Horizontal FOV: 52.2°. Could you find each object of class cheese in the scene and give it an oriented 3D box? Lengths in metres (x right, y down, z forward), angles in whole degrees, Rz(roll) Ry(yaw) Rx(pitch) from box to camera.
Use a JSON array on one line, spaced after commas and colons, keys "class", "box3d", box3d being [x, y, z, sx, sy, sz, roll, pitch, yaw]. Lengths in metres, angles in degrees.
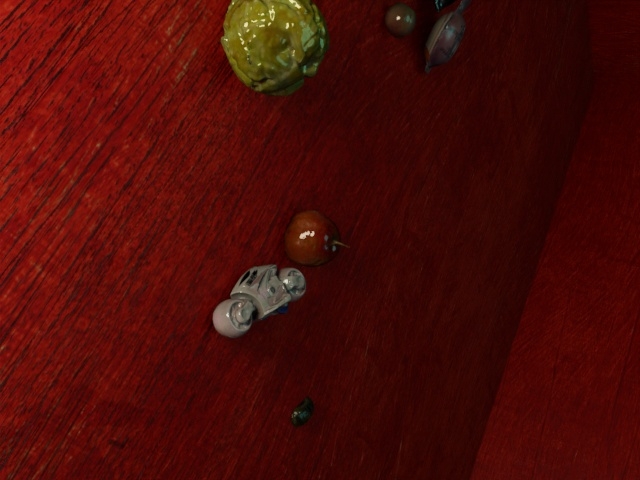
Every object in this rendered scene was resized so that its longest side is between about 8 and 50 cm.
[{"class": "cheese", "box3d": [0.362, -0.591, 1.794, 0.286, 0.074, 0.189, -62, 170, 14]}]

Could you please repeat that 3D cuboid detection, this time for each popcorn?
[{"class": "popcorn", "box3d": [-0.082, -0.350, 1.154, 0.212, 0.198, 0.198, 18, 82, -84]}]

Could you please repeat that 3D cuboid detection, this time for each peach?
[{"class": "peach", "box3d": [0.195, -0.542, 1.607, 0.083, 0.083, 0.083, -21, 116, -54]}]

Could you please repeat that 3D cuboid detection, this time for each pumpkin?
[{"class": "pumpkin", "box3d": [-0.036, 0.405, 1.541, 0.083, 0.028, 0.050, -49, 135, -46]}]

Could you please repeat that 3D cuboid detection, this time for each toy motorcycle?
[{"class": "toy motorcycle", "box3d": [-0.120, 0.106, 1.280, 0.254, 0.112, 0.112, -27, 120, -53]}]

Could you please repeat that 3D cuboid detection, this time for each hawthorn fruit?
[{"class": "hawthorn fruit", "box3d": [-0.010, -0.005, 1.390, 0.125, 0.140, 0.125, 57, 19, -32]}]

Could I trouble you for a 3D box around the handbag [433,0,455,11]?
[{"class": "handbag", "box3d": [0.350, -0.751, 1.788, 0.254, 0.088, 0.211, -43, 124, -47]}]
